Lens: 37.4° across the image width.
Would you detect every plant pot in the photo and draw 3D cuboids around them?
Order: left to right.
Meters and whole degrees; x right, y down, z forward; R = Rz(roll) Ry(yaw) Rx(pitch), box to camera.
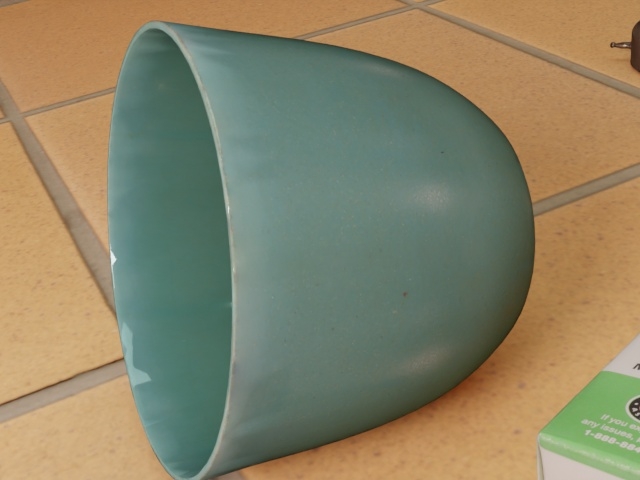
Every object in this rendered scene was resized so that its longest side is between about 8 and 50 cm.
[{"bbox_3d":[0.000,0.000,0.654,0.235,0.293,0.293,-5,26,-25],"label":"plant pot"}]

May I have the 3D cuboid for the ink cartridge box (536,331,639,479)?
[{"bbox_3d":[0.287,0.106,0.522,0.211,0.121,0.289,13,35,43],"label":"ink cartridge box"}]

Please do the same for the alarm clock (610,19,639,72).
[{"bbox_3d":[0.465,-0.240,1.161,0.129,0.064,0.192,-22,36,-23],"label":"alarm clock"}]
